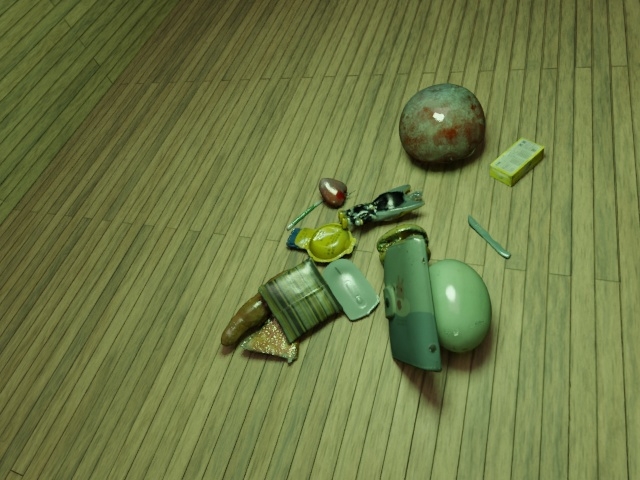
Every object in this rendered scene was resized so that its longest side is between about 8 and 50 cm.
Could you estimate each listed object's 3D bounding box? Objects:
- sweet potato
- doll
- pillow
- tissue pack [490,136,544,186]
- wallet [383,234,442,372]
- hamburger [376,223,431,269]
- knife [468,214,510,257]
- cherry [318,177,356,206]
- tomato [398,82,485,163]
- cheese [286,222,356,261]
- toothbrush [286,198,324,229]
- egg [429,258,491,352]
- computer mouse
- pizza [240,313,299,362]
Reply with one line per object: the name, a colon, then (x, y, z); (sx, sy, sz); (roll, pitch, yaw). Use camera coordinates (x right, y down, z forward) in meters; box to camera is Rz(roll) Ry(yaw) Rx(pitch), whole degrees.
sweet potato: (-0.201, 0.225, 1.504); (0.095, 0.106, 0.354); (44, 83, 9)
doll: (0.221, -0.118, 1.595); (0.316, 0.103, 0.145); (-16, 9, -3)
pillow: (-0.065, 0.190, 1.433); (0.212, 0.052, 0.208); (-31, 79, -9)
tissue pack: (0.708, -0.284, 1.588); (0.176, 0.062, 0.095); (-40, 52, -11)
wallet: (0.247, 0.177, 1.248); (0.083, 0.252, 0.360); (-3, 82, -15)
hamburger: (0.268, 0.031, 1.450); (0.177, 0.185, 0.113); (5, 52, -25)
knife: (0.558, -0.014, 1.476); (0.028, 0.015, 0.210); (-35, 52, 0)
cherry: (0.053, -0.191, 1.715); (0.126, 0.087, 0.106); (43, 53, 9)
tomato: (0.451, -0.429, 1.645); (0.316, 0.282, 0.317); (-14, 32, 9)
cheese: (0.000, 0.000, 1.614); (0.270, 0.069, 0.177); (9, 59, 26)
toothbrush: (-0.036, -0.127, 1.747); (0.257, 0.018, 0.024); (-42, 51, -13)
egg: (0.386, 0.184, 1.274); (0.203, 0.203, 0.283); (-10, 51, 11)
computer mouse: (0.094, 0.156, 1.473); (0.128, 0.079, 0.231); (-37, 57, -5)
pizza: (-0.166, 0.328, 1.449); (0.195, 0.052, 0.185); (-15, 60, 2)
